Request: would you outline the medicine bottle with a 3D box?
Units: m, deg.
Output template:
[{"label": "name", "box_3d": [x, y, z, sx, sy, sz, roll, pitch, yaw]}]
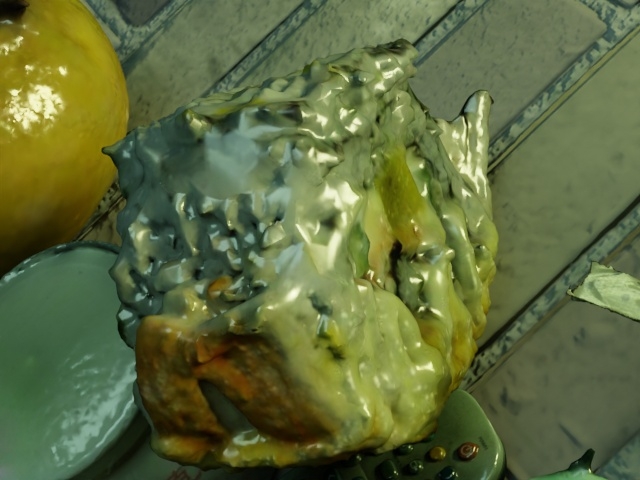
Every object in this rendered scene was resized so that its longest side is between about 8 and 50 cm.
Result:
[{"label": "medicine bottle", "box_3d": [-0.112, 0.090, 0.782, 0.147, 0.143, 0.147, -15, 56, 23]}]

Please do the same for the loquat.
[{"label": "loquat", "box_3d": [-0.237, -0.081, 0.907, 0.244, 0.244, 0.243, -15, 55, 23]}]

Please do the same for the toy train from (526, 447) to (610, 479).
[{"label": "toy train", "box_3d": [0.046, 0.256, 0.582, 0.397, 0.160, 0.253, -24, 58, 16]}]

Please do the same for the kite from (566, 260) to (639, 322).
[{"label": "kite", "box_3d": [0.275, 0.076, 0.562, 0.368, 0.014, 0.406, 21, 49, 18]}]

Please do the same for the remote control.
[{"label": "remote control", "box_3d": [-0.004, 0.155, 0.742, 0.222, 0.042, 0.072, -35, 50, 7]}]

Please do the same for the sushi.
[{"label": "sushi", "box_3d": [0.000, 0.000, 0.719, 0.139, 0.184, 0.274, -10, 12, 22]}]
